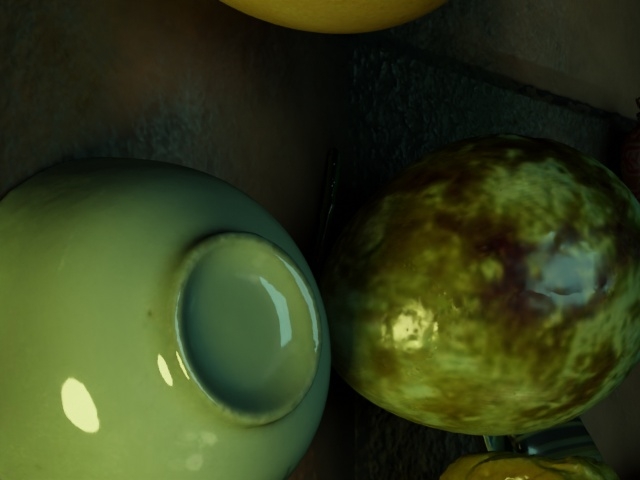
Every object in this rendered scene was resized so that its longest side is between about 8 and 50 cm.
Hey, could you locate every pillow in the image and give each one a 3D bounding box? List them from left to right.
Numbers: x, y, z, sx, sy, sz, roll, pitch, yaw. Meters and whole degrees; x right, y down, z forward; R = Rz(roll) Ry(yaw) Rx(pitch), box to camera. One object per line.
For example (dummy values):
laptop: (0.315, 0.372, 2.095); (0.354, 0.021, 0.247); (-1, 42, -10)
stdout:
pillow: (0.209, 0.194, 1.610); (0.113, 0.038, 0.203); (-2, 62, -51)

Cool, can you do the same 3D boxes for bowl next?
bowl: (-0.091, 0.070, 1.254); (0.289, 0.146, 0.289); (13, 71, -41)

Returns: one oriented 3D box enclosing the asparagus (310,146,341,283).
asparagus: (0.000, 0.000, 1.476); (0.013, 0.016, 0.166); (29, 61, -38)

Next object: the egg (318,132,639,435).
egg: (0.128, 0.036, 1.448); (0.289, 0.238, 0.238); (-8, 89, -26)

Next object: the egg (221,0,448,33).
egg: (-0.002, -0.279, 1.351); (0.322, 0.250, 0.250); (5, 79, -42)

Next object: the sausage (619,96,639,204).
sausage: (0.364, 0.005, 1.812); (0.093, 0.093, 0.312); (-32, 106, -45)

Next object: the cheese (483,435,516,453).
cheese: (0.193, 0.278, 1.602); (0.135, 0.052, 0.244); (15, 61, -47)

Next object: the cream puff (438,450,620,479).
cream puff: (0.168, 0.279, 1.443); (0.196, 0.244, 0.244); (3, 80, -48)
